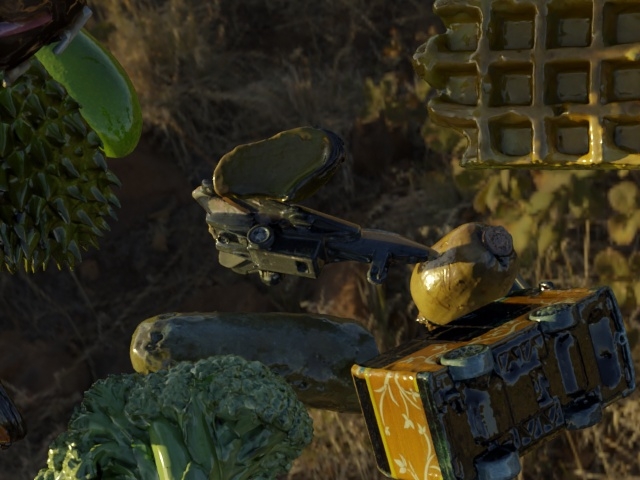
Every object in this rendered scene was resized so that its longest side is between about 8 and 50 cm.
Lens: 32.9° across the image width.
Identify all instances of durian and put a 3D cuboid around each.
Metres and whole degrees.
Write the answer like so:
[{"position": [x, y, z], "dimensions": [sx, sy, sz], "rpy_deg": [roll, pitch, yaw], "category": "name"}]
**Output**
[{"position": [-0.281, -0.090, 0.870], "dimensions": [0.157, 0.355, 0.169], "rpy_deg": [-37, 45, -10], "category": "durian"}]

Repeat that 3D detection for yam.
[{"position": [-0.083, 0.154, 1.423], "dimensions": [0.330, 0.133, 0.133], "rpy_deg": [5, 46, -11], "category": "yam"}]

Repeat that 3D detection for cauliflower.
[{"position": [-0.138, 0.253, 1.023], "dimensions": [0.272, 0.275, 0.250], "rpy_deg": [-4, 25, -9], "category": "cauliflower"}]

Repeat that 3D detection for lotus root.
[{"position": [0.194, 0.064, 1.532], "dimensions": [0.118, 0.221, 0.125], "rpy_deg": [-11, 56, -44], "category": "lotus root"}]

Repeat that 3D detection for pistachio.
[{"position": [-0.049, -0.088, 1.373], "dimensions": [0.173, 0.049, 0.089], "rpy_deg": [-16, 89, 6], "category": "pistachio"}]

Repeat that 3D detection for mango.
[{"position": [-0.417, -0.249, 1.749], "dimensions": [0.343, 0.156, 0.192], "rpy_deg": [39, 101, 22], "category": "mango"}]

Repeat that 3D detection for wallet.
[{"position": [-0.345, 0.142, 1.055], "dimensions": [0.031, 0.137, 0.255], "rpy_deg": [-31, 6, -26], "category": "wallet"}]

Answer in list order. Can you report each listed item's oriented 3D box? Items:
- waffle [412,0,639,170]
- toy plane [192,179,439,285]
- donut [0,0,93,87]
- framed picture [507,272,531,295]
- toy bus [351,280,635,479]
[{"position": [0.163, -0.128, 0.738], "dimensions": [0.211, 0.055, 0.160], "rpy_deg": [3, 90, 23], "category": "waffle"}, {"position": [-0.005, 0.010, 1.424], "dimensions": [0.316, 0.204, 0.103], "rpy_deg": [15, 58, 21], "category": "toy plane"}, {"position": [-0.245, -0.189, 0.579], "dimensions": [0.269, 0.270, 0.103], "rpy_deg": [23, 69, 31], "category": "donut"}, {"position": [0.363, 0.185, 2.056], "dimensions": [0.184, 0.016, 0.250], "rpy_deg": [-37, 75, -1], "category": "framed picture"}, {"position": [0.215, 0.171, 1.329], "dimensions": [0.323, 0.162, 0.194], "rpy_deg": [-21, 9, -34], "category": "toy bus"}]
